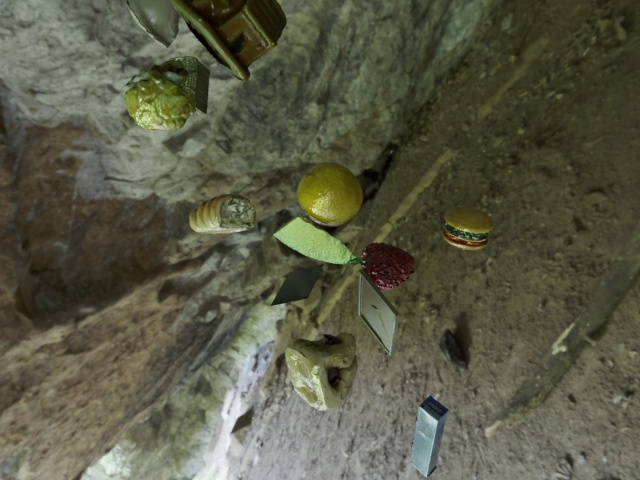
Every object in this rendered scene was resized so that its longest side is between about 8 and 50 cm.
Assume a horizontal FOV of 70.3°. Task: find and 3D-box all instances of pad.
[{"bbox_3d":[-0.068,0.133,1.377,0.127,0.004,0.190,-15,24,23],"label":"pad"}]

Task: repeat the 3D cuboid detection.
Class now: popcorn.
[{"bbox_3d":[-0.431,-0.401,1.245,0.198,0.197,0.213,-114,46,-85],"label":"popcorn"}]

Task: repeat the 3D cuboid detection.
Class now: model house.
[{"bbox_3d":[-0.226,-0.606,1.220,0.239,0.268,0.173,-43,28,-3],"label":"model house"}]

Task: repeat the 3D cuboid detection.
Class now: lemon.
[{"bbox_3d":[0.031,-0.128,1.300,0.178,0.203,0.178,-40,28,27],"label":"lemon"}]

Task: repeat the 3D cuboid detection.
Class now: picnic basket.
[{"bbox_3d":[-0.549,-0.630,1.863,0.154,0.134,0.197,9,-96,-76],"label":"picnic basket"}]

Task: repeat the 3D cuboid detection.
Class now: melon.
[{"bbox_3d":[0.001,0.001,1.278,0.053,0.261,0.114,-54,-12,-55],"label":"melon"}]

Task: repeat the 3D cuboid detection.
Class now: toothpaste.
[{"bbox_3d":[0.292,0.535,1.234,0.053,0.066,0.273,-28,-48,-33],"label":"toothpaste"}]

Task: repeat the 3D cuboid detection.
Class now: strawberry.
[{"bbox_3d":[0.231,0.089,1.587,0.187,0.201,0.185,33,-133,-77],"label":"strawberry"}]

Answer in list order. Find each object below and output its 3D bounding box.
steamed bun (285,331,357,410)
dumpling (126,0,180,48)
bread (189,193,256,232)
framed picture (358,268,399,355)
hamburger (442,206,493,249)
[{"bbox_3d":[0.020,0.283,1.051,0.155,0.172,0.140,-28,25,-32],"label":"steamed bun"},{"bbox_3d":[-0.499,-0.691,1.320,0.172,0.142,0.247,-9,-91,-62],"label":"dumpling"},{"bbox_3d":[-0.237,-0.059,1.090,0.177,0.119,0.084,-12,80,42],"label":"bread"},{"bbox_3d":[0.169,0.221,1.367,0.016,0.184,0.250,-27,-37,-17],"label":"framed picture"},{"bbox_3d":[0.462,-0.040,1.439,0.162,0.161,0.115,-69,-12,-62],"label":"hamburger"}]
